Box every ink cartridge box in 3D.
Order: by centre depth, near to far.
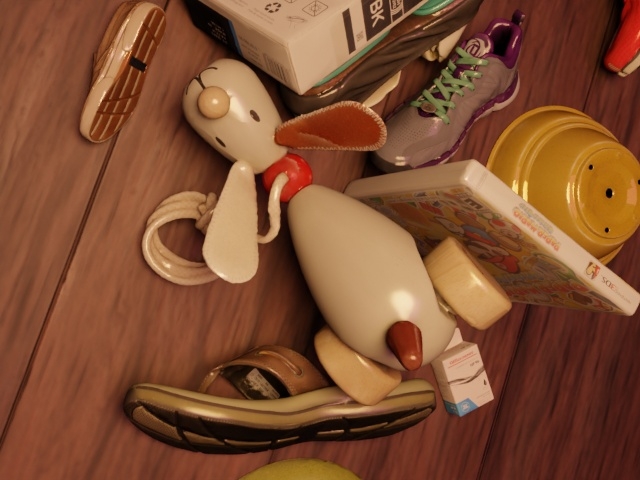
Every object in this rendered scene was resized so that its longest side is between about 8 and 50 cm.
[{"bbox_3d":[0.047,-0.279,0.686,0.332,0.165,0.065,-40,145,-16],"label":"ink cartridge box"},{"bbox_3d":[0.153,0.143,0.803,0.048,0.028,0.083,-23,98,-21],"label":"ink cartridge box"}]

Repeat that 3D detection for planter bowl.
[{"bbox_3d":[0.299,-0.052,0.831,0.217,0.090,0.217,0,90,-22],"label":"planter bowl"}]

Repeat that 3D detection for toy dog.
[{"bbox_3d":[0.000,0.000,0.592,0.333,0.161,0.220,28,98,2],"label":"toy dog"}]

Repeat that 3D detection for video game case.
[{"bbox_3d":[0.148,0.002,0.693,0.206,0.227,0.026,35,77,-19],"label":"video game case"}]

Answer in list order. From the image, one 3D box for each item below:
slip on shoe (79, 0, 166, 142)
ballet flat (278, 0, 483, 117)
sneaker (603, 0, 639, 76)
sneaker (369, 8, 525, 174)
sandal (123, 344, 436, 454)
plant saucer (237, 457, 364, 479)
[{"bbox_3d":[-0.185,-0.154,0.657,0.041,0.051,0.135,23,89,19],"label":"slip on shoe"},{"bbox_3d":[0.077,-0.209,0.739,0.280,0.095,0.096,-36,146,-8],"label":"ballet flat"},{"bbox_3d":[0.373,-0.333,0.854,0.118,0.107,0.279,17,98,1],"label":"sneaker"},{"bbox_3d":[0.127,-0.154,0.735,0.223,0.083,0.098,-42,150,-31],"label":"sneaker"},{"bbox_3d":[-0.035,0.146,0.696,0.302,0.120,0.086,2,62,-24],"label":"sandal"},{"bbox_3d":[-0.023,0.342,0.728,0.241,0.037,0.241,0,90,-22],"label":"plant saucer"}]
